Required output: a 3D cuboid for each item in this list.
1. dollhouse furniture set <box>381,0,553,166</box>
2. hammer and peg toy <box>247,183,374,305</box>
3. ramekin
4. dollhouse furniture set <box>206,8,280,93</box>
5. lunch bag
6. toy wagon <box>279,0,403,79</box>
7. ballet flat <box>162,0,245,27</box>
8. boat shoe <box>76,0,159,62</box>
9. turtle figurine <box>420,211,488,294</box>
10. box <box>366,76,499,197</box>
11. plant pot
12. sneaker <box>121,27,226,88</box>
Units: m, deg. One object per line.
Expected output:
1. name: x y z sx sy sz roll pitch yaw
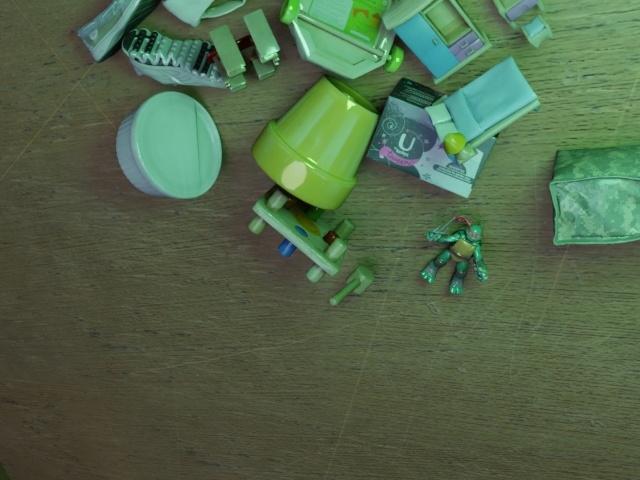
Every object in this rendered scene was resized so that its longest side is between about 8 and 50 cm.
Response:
1. dollhouse furniture set: 0.293 -0.342 1.192 0.286 0.303 0.198 -32 139 25
2. hammer and peg toy: 0.000 0.000 1.602 0.361 0.266 0.127 41 107 -4
3. ramekin: -0.389 -0.231 1.626 0.127 0.273 0.272 -6 118 39
4. dollhouse furniture set: -0.128 -0.447 1.406 0.259 0.262 0.135 -25 96 -4
5. lunch bag: 0.624 -0.099 1.301 0.287 0.235 0.169 -3 112 24
6. toy wagon: 0.077 -0.510 1.310 0.267 0.068 0.344 19 92 -23
7. ballet flat: -0.183 -0.594 1.413 0.400 0.139 0.139 -19 111 35
8. boat shoe: -0.484 -0.559 1.551 0.103 0.118 0.320 48 132 -13
9. turtle figurine: 0.341 0.032 1.570 0.175 0.118 0.234 38 143 15
10. box: 0.252 -0.228 1.432 0.247 0.142 0.163 24 125 7
11. plant pot: 0.006 -0.238 1.479 0.254 0.254 0.239 35 110 -1
12. sneaker: -0.338 -0.430 1.588 0.292 0.110 0.118 17 150 4
